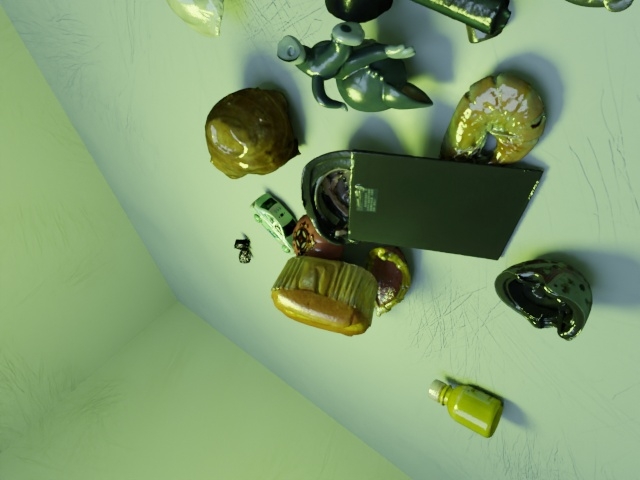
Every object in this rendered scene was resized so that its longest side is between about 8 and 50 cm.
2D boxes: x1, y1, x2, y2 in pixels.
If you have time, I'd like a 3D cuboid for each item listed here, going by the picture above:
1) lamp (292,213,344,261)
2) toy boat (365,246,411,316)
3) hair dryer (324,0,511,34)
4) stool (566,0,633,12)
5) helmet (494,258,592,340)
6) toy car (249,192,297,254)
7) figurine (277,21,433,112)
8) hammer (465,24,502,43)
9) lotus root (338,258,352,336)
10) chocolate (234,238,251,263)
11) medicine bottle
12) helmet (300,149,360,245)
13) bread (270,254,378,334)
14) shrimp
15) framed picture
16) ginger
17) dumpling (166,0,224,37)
[{"bbox_3d":[0.000,0.000,1.186,0.182,0.140,0.181,3,94,54],"label":"lamp"},{"bbox_3d":[0.186,0.104,1.132,0.141,0.099,0.317,27,149,23],"label":"toy boat"},{"bbox_3d":[0.127,-0.391,0.520,0.302,0.116,0.244,36,164,18],"label":"hair dryer"},{"bbox_3d":[0.321,-0.329,0.396,0.153,0.139,0.228,54,152,-18],"label":"stool"},{"bbox_3d":[0.452,0.097,0.795,0.153,0.107,0.177,57,167,-25],"label":"helmet"},{"bbox_3d":[-0.131,-0.057,1.327,0.224,0.090,0.076,48,144,-5],"label":"toy car"},{"bbox_3d":[0.063,-0.283,0.677,0.193,0.265,0.140,18,121,41],"label":"figurine"},{"bbox_3d":[0.164,-0.476,0.501,0.168,0.044,0.439,6,132,46],"label":"hammer"},{"bbox_3d":[0.045,0.160,1.304,0.291,0.193,0.193,49,150,7],"label":"lotus root"},{"bbox_3d":[-0.325,0.041,1.705,0.070,0.072,0.147,35,154,11],"label":"chocolate"},{"bbox_3d":[0.456,0.522,1.286,0.213,0.122,0.121,18,141,38],"label":"medicine bottle"},{"bbox_3d":[0.062,-0.111,0.968,0.199,0.154,0.253,-10,117,13],"label":"helmet"},{"bbox_3d":[0.008,0.162,1.107,0.288,0.156,0.204,13,147,14],"label":"bread"},{"bbox_3d":[0.285,-0.173,0.714,0.145,0.061,0.267,31,146,4],"label":"shrimp"},{"bbox_3d":[0.226,-0.064,0.818,0.339,0.014,0.255,8,141,10],"label":"framed picture"},{"bbox_3d":[-0.195,-0.270,1.033,0.269,0.200,0.223,10,137,44],"label":"ginger"},{"bbox_3d":[-0.274,-0.559,0.853,0.250,0.132,0.162,65,156,-3],"label":"dumpling"}]
